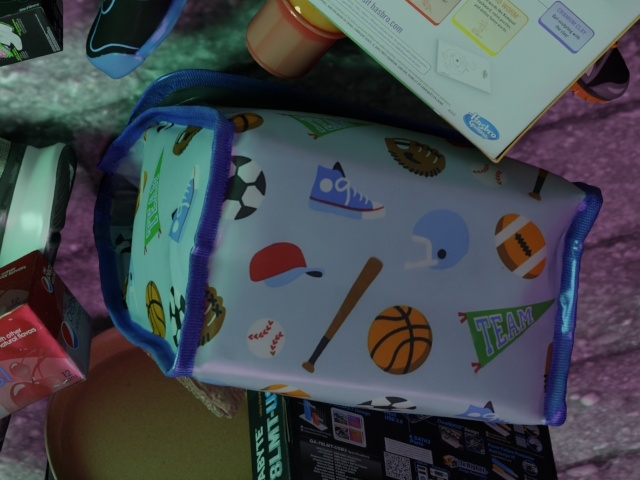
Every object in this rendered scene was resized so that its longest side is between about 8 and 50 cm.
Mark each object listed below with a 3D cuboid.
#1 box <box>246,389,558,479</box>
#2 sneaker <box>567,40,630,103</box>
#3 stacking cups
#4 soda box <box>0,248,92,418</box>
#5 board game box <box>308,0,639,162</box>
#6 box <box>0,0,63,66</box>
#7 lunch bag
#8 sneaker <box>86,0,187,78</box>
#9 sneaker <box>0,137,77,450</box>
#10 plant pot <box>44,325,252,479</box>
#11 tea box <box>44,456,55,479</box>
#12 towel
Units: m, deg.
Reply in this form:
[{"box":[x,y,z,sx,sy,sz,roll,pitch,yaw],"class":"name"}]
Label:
[{"box":[0.076,0.167,1.820,0.295,0.293,0.073,18,130,-24],"class":"box"},{"box":[0.205,-0.192,1.612,0.083,0.084,0.215,-29,131,16],"class":"sneaker"},{"box":[0.044,-0.249,1.538,0.096,0.096,0.316,24,133,-28],"class":"stacking cups"},{"box":[-0.323,0.113,1.669,0.263,0.083,0.092,-26,119,15],"class":"soda box"},{"box":[0.136,-0.236,1.405,0.242,0.064,0.316,41,129,-5],"class":"board game box"},{"box":[-0.252,-0.178,1.590,0.083,0.062,0.052,-13,138,7],"class":"box"},{"box":[0.000,0.000,1.635,0.328,0.385,0.239,12,91,-17],"class":"lunch bag"},{"box":[-0.133,-0.228,1.544,0.090,0.081,0.232,25,122,-25],"class":"sneaker"},{"box":[-0.387,0.066,1.791,0.257,0.169,0.447,15,125,-8],"class":"sneaker"},{"box":[-0.145,0.188,1.874,0.236,0.236,0.032,10,153,-16],"class":"plant pot"},{"box":[-0.121,0.337,2.028,0.329,0.220,0.323,4,138,-10],"class":"tea box"},{"box":[-0.108,0.087,1.858,0.027,0.110,0.148,1,145,44],"class":"towel"}]
